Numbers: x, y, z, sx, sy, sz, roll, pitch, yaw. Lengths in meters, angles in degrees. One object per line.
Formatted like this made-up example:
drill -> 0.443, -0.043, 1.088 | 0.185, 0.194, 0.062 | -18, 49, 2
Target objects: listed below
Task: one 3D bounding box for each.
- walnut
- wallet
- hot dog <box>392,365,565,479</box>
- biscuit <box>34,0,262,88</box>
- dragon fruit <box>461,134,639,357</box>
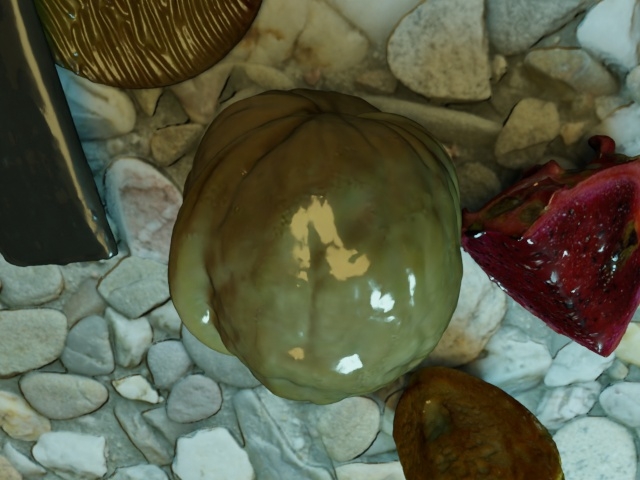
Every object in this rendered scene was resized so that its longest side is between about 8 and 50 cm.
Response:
walnut -> 0.000, 0.000, 0.469 | 0.285, 0.296, 0.285 | -16, 130, -20
wallet -> -0.342, -0.113, 0.565 | 0.165, 0.042, 0.309 | -6, 113, 15
hot dog -> 0.183, 0.263, 0.556 | 0.153, 0.256, 0.150 | 6, 121, -11
biscuit -> -0.203, -0.317, 0.513 | 0.318, 0.040, 0.317 | 1, 106, 4
dragon fruit -> 0.268, -0.020, 0.536 | 0.211, 0.134, 0.262 | -45, 126, -1
